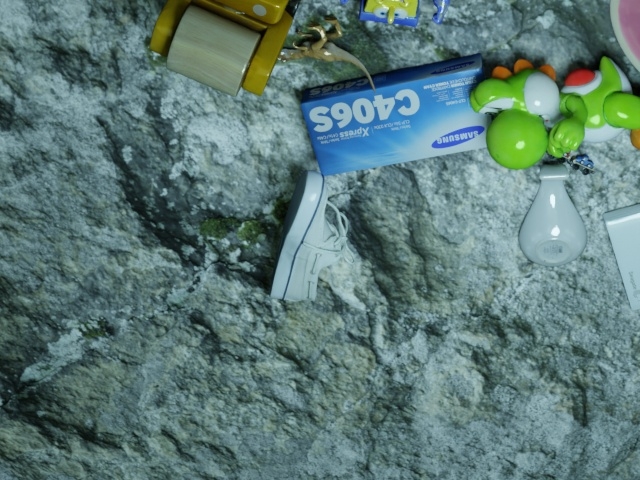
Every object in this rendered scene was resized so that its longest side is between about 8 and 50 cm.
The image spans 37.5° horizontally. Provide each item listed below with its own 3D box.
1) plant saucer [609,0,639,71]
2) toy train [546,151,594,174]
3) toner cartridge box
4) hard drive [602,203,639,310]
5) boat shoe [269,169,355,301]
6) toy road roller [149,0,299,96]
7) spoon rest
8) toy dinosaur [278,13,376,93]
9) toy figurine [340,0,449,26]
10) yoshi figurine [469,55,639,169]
[{"bbox_3d":[0.596,-0.361,1.535,0.084,0.332,0.332,-36,118,-18],"label":"plant saucer"},{"bbox_3d":[0.467,-0.172,1.835,0.158,0.027,0.036,25,111,-7],"label":"toy train"},{"bbox_3d":[0.151,-0.238,1.811,0.348,0.075,0.165,-10,121,14],"label":"toner cartridge box"},{"bbox_3d":[0.771,0.001,1.884,0.353,0.047,0.233,-16,118,18],"label":"hard drive"},{"bbox_3d":[-0.001,0.007,1.940,0.157,0.135,0.367,11,135,-6],"label":"boat shoe"},{"bbox_3d":[-0.133,-0.431,1.587,0.203,0.329,0.240,22,145,-5],"label":"toy road roller"},{"bbox_3d":[0.468,-0.051,1.891,0.137,0.084,0.276,-1,135,11],"label":"spoon rest"},{"bbox_3d":[0.018,-0.357,1.766,0.212,0.064,0.112,15,132,22],"label":"toy dinosaur"},{"bbox_3d":[0.159,-0.467,1.661,0.363,0.191,0.217,5,153,-3],"label":"toy figurine"},{"bbox_3d":[0.445,-0.198,1.695,0.363,0.203,0.203,5,135,-4],"label":"yoshi figurine"}]
